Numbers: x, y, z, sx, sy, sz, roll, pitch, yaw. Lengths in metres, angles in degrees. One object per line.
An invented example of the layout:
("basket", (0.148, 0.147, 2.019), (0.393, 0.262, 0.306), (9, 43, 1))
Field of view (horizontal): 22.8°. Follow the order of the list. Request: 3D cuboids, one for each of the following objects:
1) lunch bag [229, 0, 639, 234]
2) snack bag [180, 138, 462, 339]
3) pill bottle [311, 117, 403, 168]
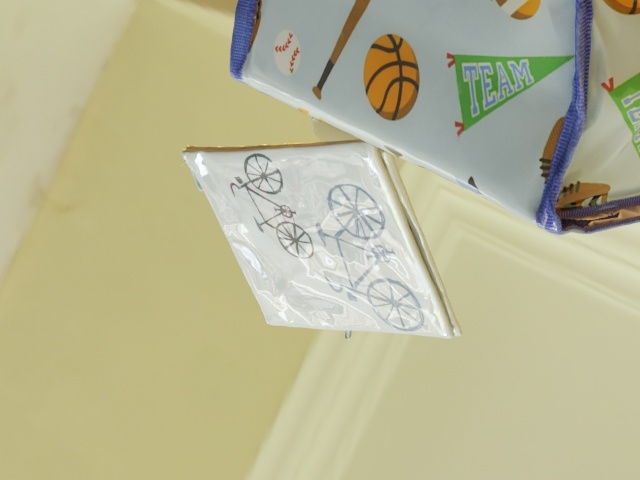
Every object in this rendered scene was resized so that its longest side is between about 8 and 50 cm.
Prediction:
("lunch bag", (0.191, -0.174, 1.045), (0.328, 0.385, 0.238), (33, -59, 45))
("snack bag", (0.000, 0.000, 2.141), (0.343, 0.323, 0.037), (0, -144, 39))
("pill bottle", (0.110, -0.236, 2.106), (0.162, 0.162, 0.278), (0, -126, 57))
